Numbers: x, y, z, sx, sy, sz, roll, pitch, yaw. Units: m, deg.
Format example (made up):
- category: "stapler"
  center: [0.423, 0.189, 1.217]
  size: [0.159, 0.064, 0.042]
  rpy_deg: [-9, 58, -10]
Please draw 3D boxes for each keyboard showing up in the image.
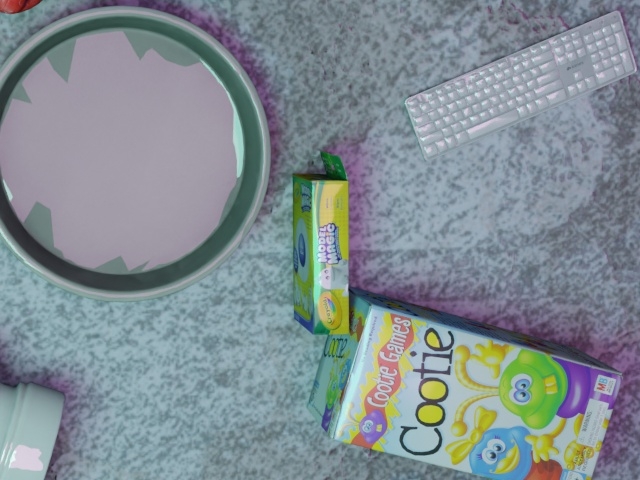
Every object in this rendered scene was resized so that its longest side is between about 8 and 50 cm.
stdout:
- category: "keyboard"
  center: [0.215, -0.165, 1.570]
  size: [0.256, 0.014, 0.072]
  rpy_deg: [-23, 100, -8]

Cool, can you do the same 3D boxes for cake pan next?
- category: "cake pan"
  center: [-0.197, -0.086, 1.475]
  size: [0.293, 0.054, 0.293]
  rpy_deg: [-1, 97, -12]

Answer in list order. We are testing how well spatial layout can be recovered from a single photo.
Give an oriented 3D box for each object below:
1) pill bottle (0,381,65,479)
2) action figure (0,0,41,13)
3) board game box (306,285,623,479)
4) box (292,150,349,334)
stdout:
- category: "pill bottle"
  center: [-0.414, 0.164, 1.398]
  size: [0.318, 0.176, 0.176]
  rpy_deg: [18, 93, -13]
- category: "action figure"
  center: [-0.227, -0.292, 1.427]
  size: [0.280, 0.091, 0.139]
  rpy_deg: [-10, 105, -11]
- category: "board game box"
  center: [0.145, 0.157, 1.527]
  size: [0.275, 0.144, 0.142]
  rpy_deg: [16, 94, -12]
- category: "box"
  center: [0.000, 0.000, 1.499]
  size: [0.043, 0.105, 0.179]
  rpy_deg: [0, 96, -12]
